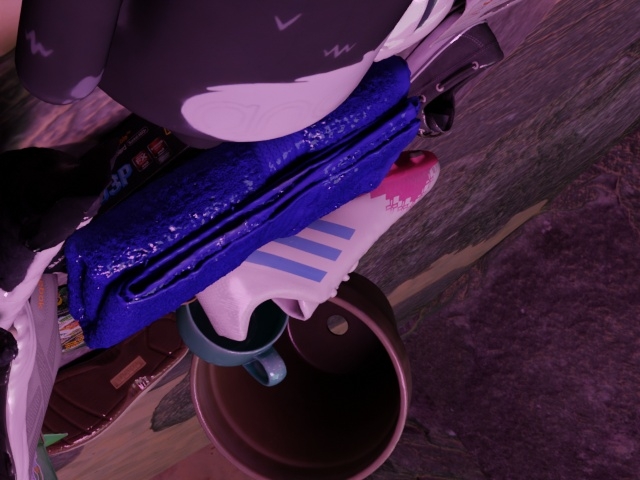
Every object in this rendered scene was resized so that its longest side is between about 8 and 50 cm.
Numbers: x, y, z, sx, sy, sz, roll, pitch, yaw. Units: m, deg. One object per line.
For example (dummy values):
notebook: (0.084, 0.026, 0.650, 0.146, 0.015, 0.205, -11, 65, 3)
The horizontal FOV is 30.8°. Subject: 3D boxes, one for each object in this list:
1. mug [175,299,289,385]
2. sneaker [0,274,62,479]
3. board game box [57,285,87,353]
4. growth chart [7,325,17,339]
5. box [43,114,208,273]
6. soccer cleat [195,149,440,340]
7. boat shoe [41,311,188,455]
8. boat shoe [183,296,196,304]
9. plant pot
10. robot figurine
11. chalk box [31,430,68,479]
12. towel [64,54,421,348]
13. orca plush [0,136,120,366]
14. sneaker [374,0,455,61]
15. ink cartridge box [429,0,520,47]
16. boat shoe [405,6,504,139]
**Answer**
mug: (-0.110, 0.099, 1.401, 0.129, 0.158, 0.097, 6, 159, -17)
sneaker: (-0.266, 0.133, 0.991, 0.108, 0.100, 0.271, -35, 141, -61)
board game box: (-0.245, 0.077, 1.241, 0.136, 0.030, 0.259, -44, 166, 31)
growth chart: (-0.343, 0.114, 0.813, 0.237, 0.021, 0.172, -13, -170, -1)
box: (-0.128, -0.053, 0.957, 0.220, 0.051, 0.175, -37, 169, 13)
soccer cleat: (0.000, 0.000, 1.280, 0.331, 0.143, 0.116, -24, -161, -28)
boat shoe: (-0.273, 0.189, 1.472, 0.257, 0.095, 0.095, -32, 175, -16)
boat shoe: (-0.171, 0.042, 1.190, 0.135, 0.045, 0.050, 8, 100, -62)
plant pot: (-0.003, 0.177, 1.773, 0.323, 0.323, 0.280, -39, -176, 21)
robot figurine: (-0.032, -0.154, 0.508, 0.173, 0.209, 0.278, 8, 154, -15)
chalk box: (-0.352, 0.212, 1.129, 0.213, 0.132, 0.132, -14, 166, -48)
towel: (-0.062, -0.018, 0.963, 0.308, 0.076, 0.228, -32, 168, -19)
orca plush: (-0.229, 0.001, 0.750, 0.102, 0.151, 0.287, 15, 171, -25)
sneaker: (0.079, -0.220, 0.749, 0.235, 0.094, 0.153, -35, 168, 2)
ink cartridge box: (0.199, -0.271, 1.037, 0.181, 0.056, 0.224, -29, 178, -28)
boat shoe: (0.113, -0.146, 1.213, 0.080, 0.076, 0.228, -24, 165, -44)
